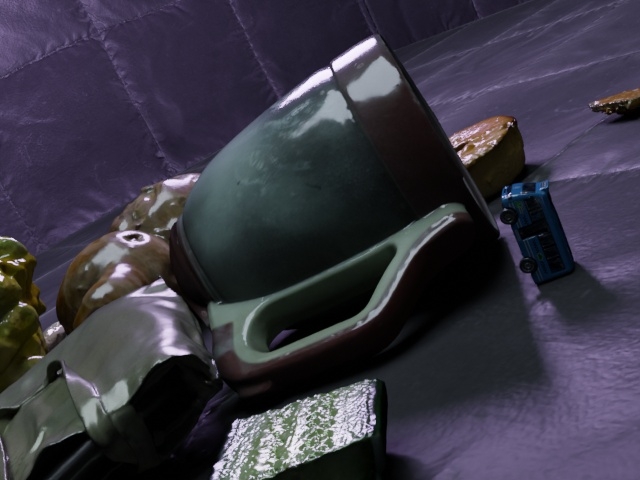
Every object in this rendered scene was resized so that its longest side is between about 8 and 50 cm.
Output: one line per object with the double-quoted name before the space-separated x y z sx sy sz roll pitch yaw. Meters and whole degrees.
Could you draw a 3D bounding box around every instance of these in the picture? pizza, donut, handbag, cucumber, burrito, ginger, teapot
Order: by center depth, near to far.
"cucumber" -0.007 0.147 0.606 0.116 0.062 0.115 -17 16 8
"handbag" -0.223 0.171 0.808 0.316 0.109 0.253 -42 20 -11
"teapot" 0.000 0.000 0.899 0.312 0.233 0.315 -32 38 13
"donut" 0.181 -0.088 1.141 0.162 0.065 0.178 -28 13 19
"pizza" 0.373 -0.168 1.149 0.078 0.025 0.083 -8 15 41
"ginger" -0.225 0.048 1.202 0.256 0.176 0.375 -41 9 23
"burrito" -0.441 0.184 1.349 0.045 0.041 0.185 -5 26 36

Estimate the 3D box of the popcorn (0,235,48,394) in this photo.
"popcorn" -0.455 0.143 1.037 0.312 0.312 0.312 -25 13 6

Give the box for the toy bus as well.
"toy bus" 0.183 -0.009 0.784 0.046 0.083 0.038 -19 15 21
